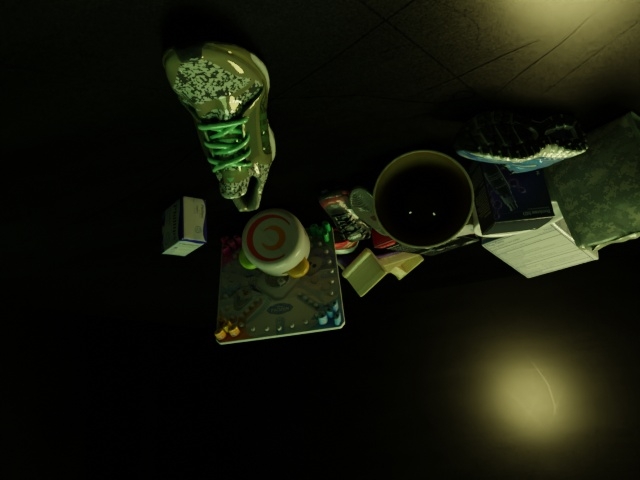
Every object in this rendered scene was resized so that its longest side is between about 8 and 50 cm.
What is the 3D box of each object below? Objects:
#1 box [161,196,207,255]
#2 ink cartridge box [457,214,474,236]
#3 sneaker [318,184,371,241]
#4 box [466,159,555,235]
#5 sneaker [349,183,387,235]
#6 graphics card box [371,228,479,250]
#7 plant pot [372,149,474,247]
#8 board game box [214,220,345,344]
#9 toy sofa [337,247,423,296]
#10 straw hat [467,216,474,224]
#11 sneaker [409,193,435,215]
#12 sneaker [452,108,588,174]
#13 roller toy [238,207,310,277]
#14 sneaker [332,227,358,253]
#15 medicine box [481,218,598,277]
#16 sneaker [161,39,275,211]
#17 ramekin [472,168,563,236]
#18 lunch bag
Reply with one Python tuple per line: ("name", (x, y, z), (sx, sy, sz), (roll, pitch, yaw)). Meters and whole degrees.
("box", (-0.375, -0.037, 1.195), (0.072, 0.126, 0.137), (10, 155, -41))
("ink cartridge box", (0.455, -0.060, 1.457), (0.207, 0.097, 0.046), (-10, 127, -45))
("sneaker", (0.083, -0.069, 1.279), (0.098, 0.135, 0.276), (-14, 161, 25))
("box", (0.487, -0.129, 1.132), (0.153, 0.207, 0.108), (-8, 163, -1))
("sneaker", (0.154, -0.115, 1.246), (0.083, 0.118, 0.222), (-13, 142, 31))
("graphics card box", (0.394, -0.026, 1.624), (0.371, 0.094, 0.233), (9, 156, -41))
("plant pot", (0.271, -0.101, 1.166), (0.237, 0.237, 0.254), (-12, 178, 13))
("board game box", (-0.138, 0.118, 1.393), (0.390, 0.389, 0.050), (-9, 143, 3))
("toy sofa", (0.236, 0.075, 1.705), (0.150, 0.177, 0.363), (-47, 159, 31))
("straw hat", (0.460, -0.108, 1.431), (0.145, 0.144, 0.061), (3, 119, -30))
("sneaker", (0.336, -0.117, 1.349), (0.094, 0.080, 0.212), (23, 149, -38))
("sneaker", (0.443, -0.206, 1.005), (0.330, 0.129, 0.147), (-2, 159, -20))
("roller toy", (-0.130, 0.009, 1.336), (0.210, 0.191, 0.146), (7, 166, 11))
("sneaker", (0.000, 0.000, 1.564), (0.279, 0.107, 0.118), (-15, 152, -2))
("medicine box", (0.778, -0.017, 1.562), (0.289, 0.149, 0.263), (31, 146, -23))
("sneaker", (-0.149, -0.171, 0.765), (0.158, 0.182, 0.410), (-8, 163, 3))
("ramekin", (0.594, -0.119, 1.327), (0.277, 0.135, 0.277), (-6, 162, -2))
("lunch bag", (0.737, -0.133, 1.100), (0.169, 0.286, 0.235), (5, 158, -36))
